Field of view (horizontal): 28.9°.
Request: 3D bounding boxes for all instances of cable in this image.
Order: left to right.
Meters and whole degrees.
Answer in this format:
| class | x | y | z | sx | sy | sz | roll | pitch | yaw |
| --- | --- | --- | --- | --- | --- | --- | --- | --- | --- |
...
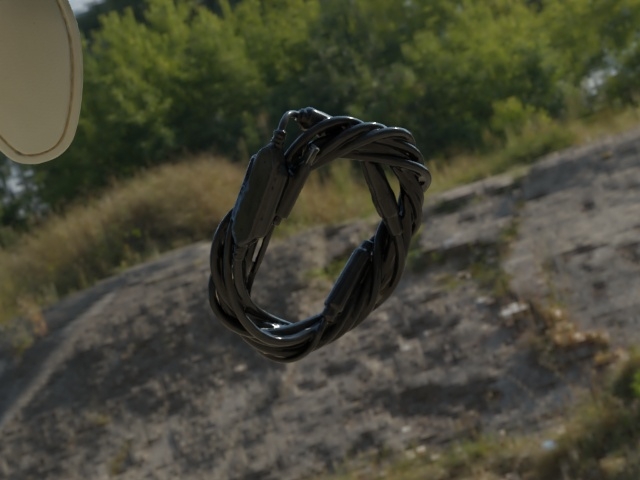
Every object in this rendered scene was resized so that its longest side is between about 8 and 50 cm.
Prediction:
| class | x | y | z | sx | sy | sz | roll | pitch | yaw |
| --- | --- | --- | --- | --- | --- | --- | --- | --- | --- |
| cable | 0.000 | 0.000 | 0.860 | 0.150 | 0.185 | 0.047 | 5 | 21 | -37 |

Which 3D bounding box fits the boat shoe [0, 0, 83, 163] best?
| class | x | y | z | sx | sy | sz | roll | pitch | yaw |
| --- | --- | --- | --- | --- | --- | --- | --- | --- | --- |
| boat shoe | -0.235 | -0.181 | 0.885 | 0.095 | 0.255 | 0.079 | -22 | 17 | -10 |
